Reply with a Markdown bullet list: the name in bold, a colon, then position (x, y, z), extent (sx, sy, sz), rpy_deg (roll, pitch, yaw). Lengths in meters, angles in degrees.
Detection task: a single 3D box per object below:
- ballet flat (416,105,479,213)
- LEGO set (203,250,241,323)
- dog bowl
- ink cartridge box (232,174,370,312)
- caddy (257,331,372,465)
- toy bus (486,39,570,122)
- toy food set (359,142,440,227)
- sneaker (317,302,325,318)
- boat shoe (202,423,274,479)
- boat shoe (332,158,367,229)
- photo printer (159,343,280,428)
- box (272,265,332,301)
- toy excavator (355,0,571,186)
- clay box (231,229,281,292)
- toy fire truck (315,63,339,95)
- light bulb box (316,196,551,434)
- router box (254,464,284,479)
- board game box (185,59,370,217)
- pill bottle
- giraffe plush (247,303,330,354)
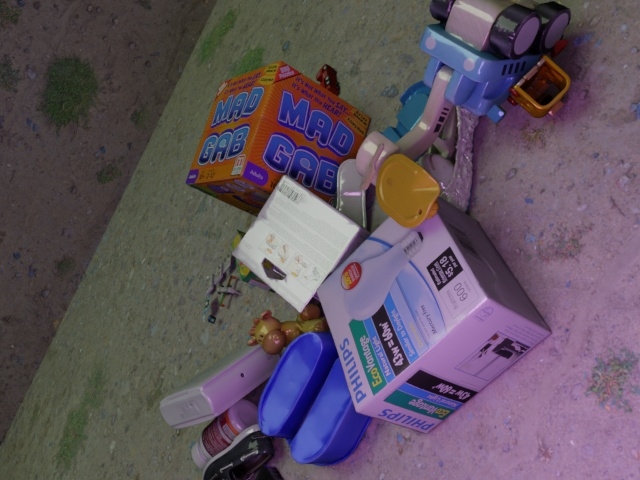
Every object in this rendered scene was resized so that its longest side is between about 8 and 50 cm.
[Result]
- **ballet flat**: position (0.296, -0.216, 1.613), extent (0.147, 0.147, 0.409), rpy_deg (-10, 62, 51)
- **LEGO set**: position (-0.348, 0.178, 2.325), extent (0.182, 0.060, 0.244), rpy_deg (-49, 28, 29)
- **dog bowl**: position (0.235, -0.290, 1.793), extent (0.297, 0.074, 0.166), rpy_deg (-52, 36, 19)
- **ink cartridge box**: position (-0.057, 0.008, 1.708), extent (0.296, 0.066, 0.261), rpy_deg (37, 95, 34)
- **caddy**: position (0.009, 0.376, 1.591), extent (0.241, 0.179, 0.341), rpy_deg (31, 95, 34)
- **toy bus**: position (0.478, -0.318, 1.435), extent (0.202, 0.104, 0.191), rpy_deg (-38, -11, -33)
- **toy food set**: position (0.181, -0.109, 1.353), extent (0.218, 0.071, 0.128), rpy_deg (47, 127, 47)
- **sneaker**: position (0.022, 0.145, 1.811), extent (0.158, 0.065, 0.061), rpy_deg (-53, 36, 17)
- **boat shoe**: position (-0.229, 0.619, 1.807), extent (0.302, 0.114, 0.091), rpy_deg (-54, 41, 31)
- **boat shoe**: position (0.079, -0.066, 1.871), extent (0.099, 0.116, 0.319), rpy_deg (63, -145, -77)
- **photo printer**: position (-0.274, 0.403, 1.880), extent (0.256, 0.307, 0.107), rpy_deg (-28, 92, 42)
- **box**: position (0.030, 0.078, 1.730), extent (0.290, 0.087, 0.169), rpy_deg (29, 92, 33)
- **toy excavator**: position (0.300, -0.340, 1.481), extent (0.222, 0.433, 0.445), rpy_deg (39, 131, 29)
- **clay box**: position (-0.210, 0.063, 2.121), extent (0.053, 0.127, 0.222), rpy_deg (-52, 35, 20)
- **toy fire truck**: position (0.003, -0.501, 2.261), extent (0.135, 0.047, 0.192), rpy_deg (-42, 40, 32)
- **light bulb box**: position (0.217, 0.148, 1.404), extent (0.361, 0.225, 0.358), rpy_deg (-47, 38, 22)
- **router box**: position (-0.149, 0.696, 1.711), extent (0.179, 0.046, 0.133), rpy_deg (-60, 34, 6)
- **board game box**: position (-0.131, -0.275, 2.022), extent (0.356, 0.356, 0.356), rpy_deg (2, 71, 53)
- **pill bottle**: position (-0.270, 0.562, 1.892), extent (0.221, 0.121, 0.121), rpy_deg (-46, 38, 25)
- **giraffe plush**: position (-0.098, 0.251, 1.782), extent (0.210, 0.170, 0.181), rpy_deg (23, 103, 58)
